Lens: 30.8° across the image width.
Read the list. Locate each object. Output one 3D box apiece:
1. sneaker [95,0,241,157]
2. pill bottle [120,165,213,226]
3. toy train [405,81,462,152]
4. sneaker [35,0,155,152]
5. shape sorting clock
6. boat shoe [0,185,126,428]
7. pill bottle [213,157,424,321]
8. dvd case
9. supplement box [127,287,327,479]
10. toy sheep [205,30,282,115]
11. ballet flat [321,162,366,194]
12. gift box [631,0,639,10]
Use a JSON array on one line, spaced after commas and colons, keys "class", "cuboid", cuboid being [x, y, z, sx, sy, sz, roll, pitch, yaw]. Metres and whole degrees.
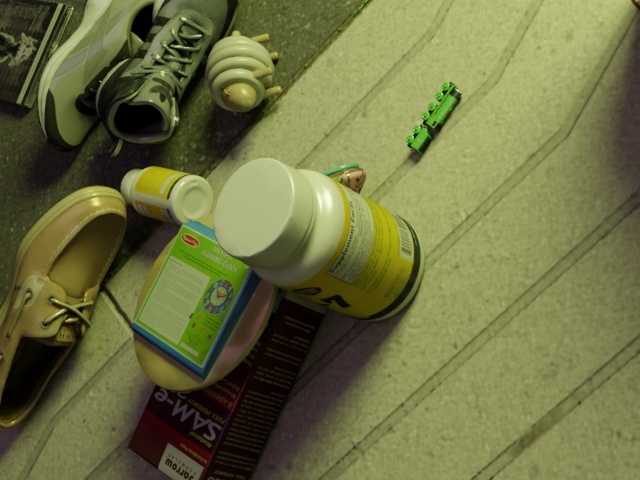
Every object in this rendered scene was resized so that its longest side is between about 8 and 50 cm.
[{"class": "sneaker", "cuboid": [-0.182, -0.215, 1.426, 0.268, 0.101, 0.153, -49, 27, 21]}, {"class": "pill bottle", "cuboid": [-0.191, -0.056, 1.420, 0.116, 0.065, 0.065, 15, 83, 41]}, {"class": "toy train", "cuboid": [0.120, -0.130, 1.225, 0.023, 0.017, 0.083, 39, 99, 32]}, {"class": "sneaker", "cuboid": [-0.288, -0.237, 1.554, 0.108, 0.100, 0.272, 34, 98, 28]}, {"class": "shape sorting clock", "cuboid": [-0.122, 0.062, 1.232, 0.206, 0.040, 0.206, -21, 57, 36]}, {"class": "boat shoe", "cuboid": [-0.329, 0.086, 1.451, 0.110, 0.121, 0.341, 50, 116, 35]}, {"class": "pill bottle", "cuboid": [0.000, 0.000, 1.141, 0.119, 0.208, 0.119, -16, 62, 35]}, {"class": "dvd case", "cuboid": [-0.475, -0.294, 1.783, 0.221, 0.018, 0.165, 17, 83, 43]}, {"class": "supplement box", "cuboid": [-0.102, 0.147, 1.260, 0.130, 0.073, 0.239, 23, 89, 43]}, {"class": "toy sheep", "cuboid": [-0.095, -0.204, 1.390, 0.091, 0.091, 0.132, -32, 41, 26]}, {"class": "ballet flat", "cuboid": [-0.031, -0.021, 1.277, 0.221, 0.077, 0.079, -17, 81, 39]}, {"class": "gift box", "cuboid": [0.353, -0.302, 0.938, 0.258, 0.255, 0.276, -35, 54, 24]}]
